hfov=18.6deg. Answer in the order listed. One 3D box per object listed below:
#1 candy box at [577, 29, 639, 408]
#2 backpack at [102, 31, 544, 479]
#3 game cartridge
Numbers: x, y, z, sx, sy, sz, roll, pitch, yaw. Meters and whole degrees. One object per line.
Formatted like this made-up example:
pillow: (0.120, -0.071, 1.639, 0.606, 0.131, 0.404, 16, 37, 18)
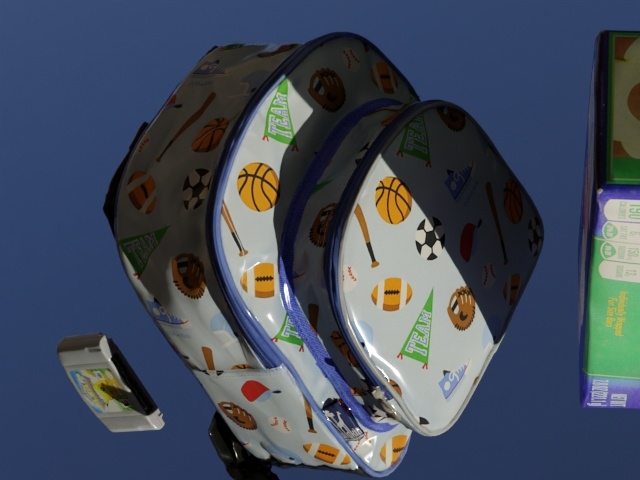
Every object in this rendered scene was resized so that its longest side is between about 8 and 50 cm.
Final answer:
candy box: (0.313, 0.000, 1.141, 0.317, 0.268, 0.122, 0, -120, 6)
backpack: (0.000, 0.000, 1.279, 0.213, 0.263, 0.276, -10, -137, 44)
game cartridge: (-0.151, 0.102, 1.381, 0.056, 0.083, 0.017, -6, -147, 46)
